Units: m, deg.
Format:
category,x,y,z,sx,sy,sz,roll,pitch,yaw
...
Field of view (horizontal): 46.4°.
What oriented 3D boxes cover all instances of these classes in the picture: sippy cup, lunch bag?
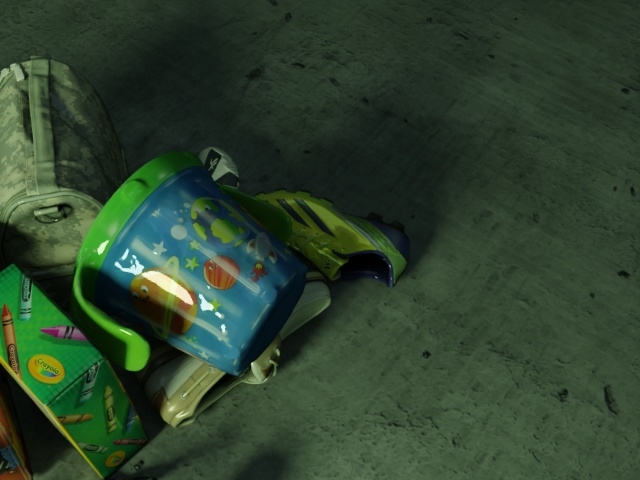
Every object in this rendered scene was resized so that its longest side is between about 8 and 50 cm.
category,x,y,z,sx,sy,sz,roll,pitch,yaw
sippy cup,-0.146,0.042,0.940,0.224,0.240,0.306,33,72,10
lunch bag,-0.387,-0.087,1.099,0.212,0.256,0.305,-8,53,-14

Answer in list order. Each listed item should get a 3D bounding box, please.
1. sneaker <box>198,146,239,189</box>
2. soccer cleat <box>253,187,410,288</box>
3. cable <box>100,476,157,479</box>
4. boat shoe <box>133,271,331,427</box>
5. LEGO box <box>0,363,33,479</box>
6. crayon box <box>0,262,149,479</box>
category,x,y,z,sx,sy,sz,roll,pitch,yaw
sneaker,-0.216,-0.068,1.188,0.153,0.094,0.235,13,57,-31
soccer cleat,0.001,-0.001,1.193,0.289,0.093,0.121,15,58,4
cable,-0.279,0.321,0.875,0.184,0.150,0.047,-22,95,-21
boat shoe,-0.103,0.154,1.052,0.302,0.113,0.103,-30,64,-16
LEGO box,-0.624,0.122,0.943,0.372,0.193,0.500,-18,57,-20
crayon box,-0.308,0.168,0.895,0.165,0.278,0.081,39,64,21
